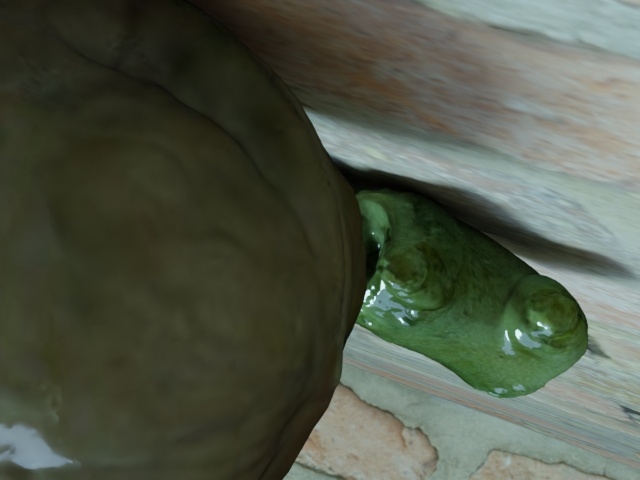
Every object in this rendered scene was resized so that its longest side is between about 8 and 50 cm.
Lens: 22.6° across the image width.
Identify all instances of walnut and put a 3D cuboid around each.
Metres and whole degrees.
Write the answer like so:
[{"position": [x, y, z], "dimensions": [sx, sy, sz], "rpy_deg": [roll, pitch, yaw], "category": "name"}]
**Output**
[{"position": [-0.096, 0.014, 0.623], "dimensions": [0.248, 0.248, 0.248], "rpy_deg": [21, 173, 3], "category": "walnut"}]

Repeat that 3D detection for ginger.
[{"position": [0.005, 0.001, 0.831], "dimensions": [0.290, 0.089, 0.137], "rpy_deg": [26, -169, -2], "category": "ginger"}]
